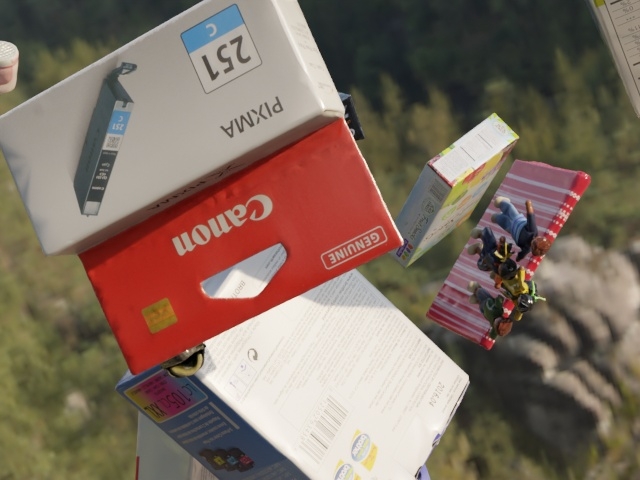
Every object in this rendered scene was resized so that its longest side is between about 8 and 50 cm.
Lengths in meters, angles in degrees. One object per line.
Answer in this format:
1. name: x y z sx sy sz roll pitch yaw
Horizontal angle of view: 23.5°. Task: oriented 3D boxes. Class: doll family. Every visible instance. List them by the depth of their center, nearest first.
1. doll family: 0.239 0.036 1.947 0.076 0.193 0.111 -15 33 -13

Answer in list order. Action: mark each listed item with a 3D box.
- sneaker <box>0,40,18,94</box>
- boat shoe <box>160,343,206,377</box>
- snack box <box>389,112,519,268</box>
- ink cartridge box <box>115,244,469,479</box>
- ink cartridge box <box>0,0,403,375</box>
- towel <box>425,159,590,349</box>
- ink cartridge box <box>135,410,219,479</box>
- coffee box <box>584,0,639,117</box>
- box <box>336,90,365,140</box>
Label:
1. sneaker: -0.416 -0.204 1.796 0.134 0.070 0.051 12 49 5
2. boat shoe: -0.140 0.113 1.524 0.056 0.049 0.152 -29 -12 -2
3. snack box: 0.120 -0.045 1.440 0.100 0.037 0.141 -35 -16 -33
4. ink cartridge box: -0.003 0.190 1.820 0.151 0.395 0.270 -32 19 51
5. ink cartridge box: -0.112 -0.052 1.354 0.296 0.261 0.066 -27 -8 18
6. towel: 0.259 0.013 2.130 0.275 0.031 0.199 -59 21 -2
7. ink cartridge box: -0.119 0.254 1.976 0.100 0.172 0.237 28 36 32
8. coffee box: 0.391 -0.395 1.568 0.338 0.334 0.337 -23 45 11
9. box: -0.136 -0.126 2.027 0.293 0.073 0.295 -26 23 -19
